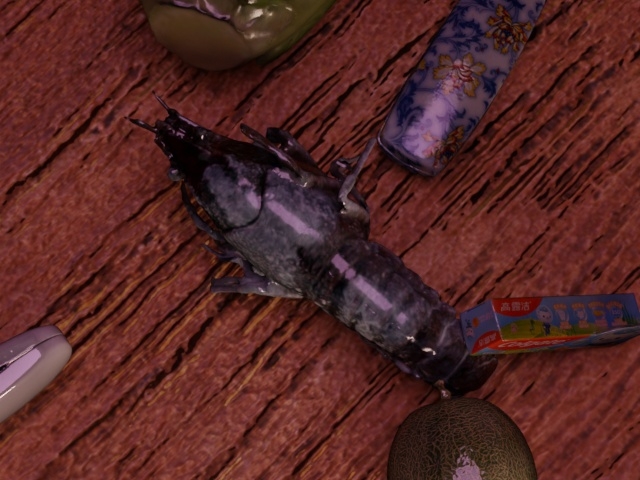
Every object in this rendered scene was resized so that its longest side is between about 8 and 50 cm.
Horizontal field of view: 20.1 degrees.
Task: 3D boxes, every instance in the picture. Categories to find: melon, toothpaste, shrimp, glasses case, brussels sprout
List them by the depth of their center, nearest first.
[{"bbox_3d":[0.130,0.222,1.663,0.139,0.139,0.192,-9,78,-6],"label":"melon"},{"bbox_3d":[-0.333,0.157,1.679,0.233,0.092,0.059,-36,81,-12],"label":"glasses case"},{"bbox_3d":[0.226,0.074,1.702,0.193,0.070,0.044,-1,70,-38],"label":"toothpaste"},{"bbox_3d":[-0.003,-0.002,1.720,0.410,0.166,0.221,42,102,14],"label":"shrimp"},{"bbox_3d":[-0.079,-0.291,1.780,0.244,0.244,0.244,1,73,-3],"label":"brussels sprout"},{"bbox_3d":[0.147,-0.177,1.825,0.087,0.065,0.248,31,73,7],"label":"glasses case"}]
